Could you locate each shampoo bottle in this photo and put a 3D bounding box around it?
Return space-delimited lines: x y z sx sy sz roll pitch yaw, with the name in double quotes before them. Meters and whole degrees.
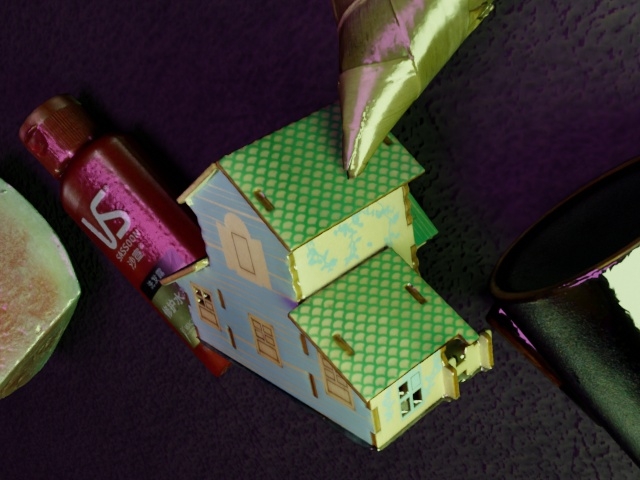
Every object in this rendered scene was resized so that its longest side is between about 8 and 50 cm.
"shampoo bottle" -0.169 -0.010 0.847 0.314 0.076 0.118 47 135 4

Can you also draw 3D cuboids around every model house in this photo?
"model house" 0.000 0.000 0.654 0.271 0.178 0.207 25 137 47

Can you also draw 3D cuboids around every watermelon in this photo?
"watermelon" -0.405 0.063 0.974 0.213 0.201 0.262 39 128 -1

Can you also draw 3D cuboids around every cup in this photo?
"cup" 0.224 0.049 0.588 0.166 0.239 0.177 -38 98 0

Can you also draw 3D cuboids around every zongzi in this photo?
"zongzi" 0.076 -0.141 0.554 0.160 0.078 0.176 -16 66 40
